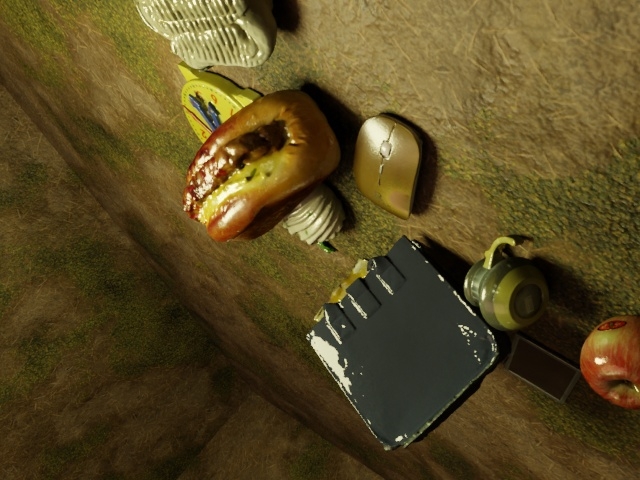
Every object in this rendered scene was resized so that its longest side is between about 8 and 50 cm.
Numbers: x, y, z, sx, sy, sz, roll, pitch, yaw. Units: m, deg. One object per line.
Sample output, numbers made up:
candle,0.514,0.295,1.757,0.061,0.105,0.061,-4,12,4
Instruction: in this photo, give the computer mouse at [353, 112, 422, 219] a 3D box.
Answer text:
computer mouse,0.120,-0.121,1.073,0.126,0.056,0.245,34,154,19

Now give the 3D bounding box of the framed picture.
framed picture,0.460,0.268,1.252,0.142,0.011,0.183,31,154,26

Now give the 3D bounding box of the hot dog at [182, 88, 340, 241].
hot dog,-0.146,-0.117,1.172,0.185,0.223,0.405,59,144,5

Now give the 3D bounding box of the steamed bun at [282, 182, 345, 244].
steamed bun,-0.030,-0.061,1.349,0.183,0.106,0.183,36,157,18

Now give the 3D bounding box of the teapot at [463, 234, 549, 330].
teapot,0.317,0.070,1.026,0.119,0.130,0.165,-151,56,-64

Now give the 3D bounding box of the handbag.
handbag,0.163,0.193,1.177,0.329,0.303,0.122,49,-167,30

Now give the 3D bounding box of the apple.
apple,0.484,0.185,0.927,0.146,0.131,0.146,23,139,22

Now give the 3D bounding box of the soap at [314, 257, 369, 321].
soap,0.165,0.182,1.346,0.315,0.199,0.091,23,157,35

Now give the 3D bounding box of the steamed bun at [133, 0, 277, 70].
steamed bun,-0.178,-0.392,0.977,0.218,0.144,0.211,-1,149,16

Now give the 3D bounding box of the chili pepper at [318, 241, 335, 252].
chili pepper,-0.001,0.001,1.504,0.034,0.030,0.091,-26,114,39

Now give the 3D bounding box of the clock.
clock,-0.212,-0.248,1.357,0.277,0.071,0.293,28,153,31
